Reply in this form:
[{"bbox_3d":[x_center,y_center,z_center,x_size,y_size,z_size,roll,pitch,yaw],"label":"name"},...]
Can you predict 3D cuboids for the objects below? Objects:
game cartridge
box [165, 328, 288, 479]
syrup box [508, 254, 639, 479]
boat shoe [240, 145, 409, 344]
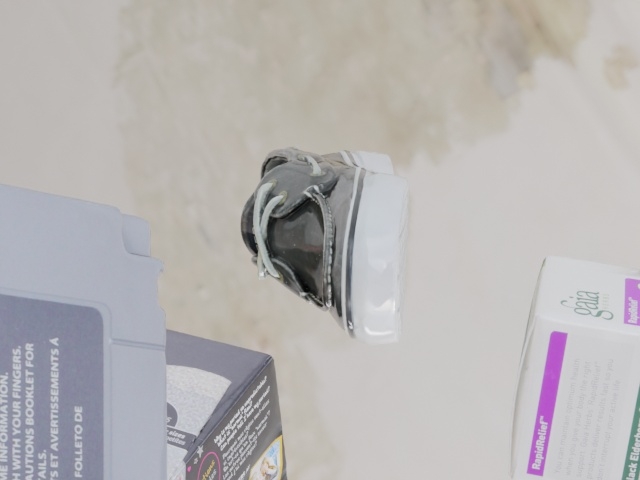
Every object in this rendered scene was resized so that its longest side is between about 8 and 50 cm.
[{"bbox_3d":[-0.145,0.120,0.737,0.060,0.196,0.294,-12,-107,39],"label":"game cartridge"},{"bbox_3d":[-0.173,0.155,1.452,0.247,0.163,0.142,12,-52,25],"label":"box"},{"bbox_3d":[0.217,0.082,0.970,0.237,0.093,0.096,10,-71,6],"label":"syrup box"},{"bbox_3d":[0.000,0.000,1.416,0.335,0.119,0.121,-107,-160,-80],"label":"boat shoe"}]
